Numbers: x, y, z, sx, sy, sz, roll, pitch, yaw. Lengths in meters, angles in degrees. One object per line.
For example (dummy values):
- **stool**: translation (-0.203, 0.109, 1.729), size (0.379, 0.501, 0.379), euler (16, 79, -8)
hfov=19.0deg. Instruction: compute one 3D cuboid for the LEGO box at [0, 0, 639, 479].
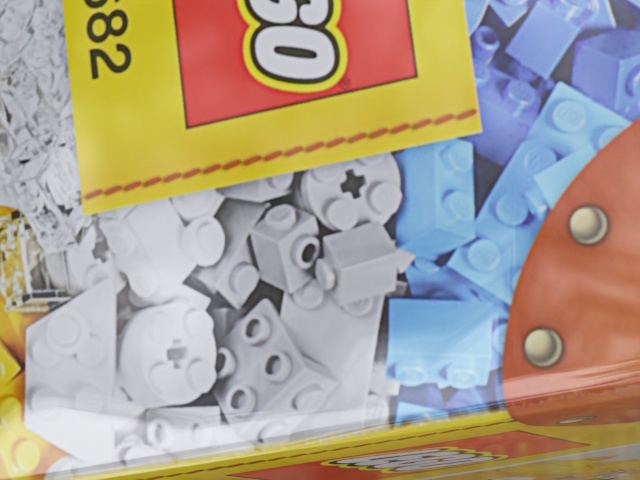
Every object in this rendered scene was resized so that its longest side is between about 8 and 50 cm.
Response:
- **LEGO box**: translation (0.000, 0.000, 0.655), size (0.500, 0.372, 0.193), euler (20, -119, -67)
